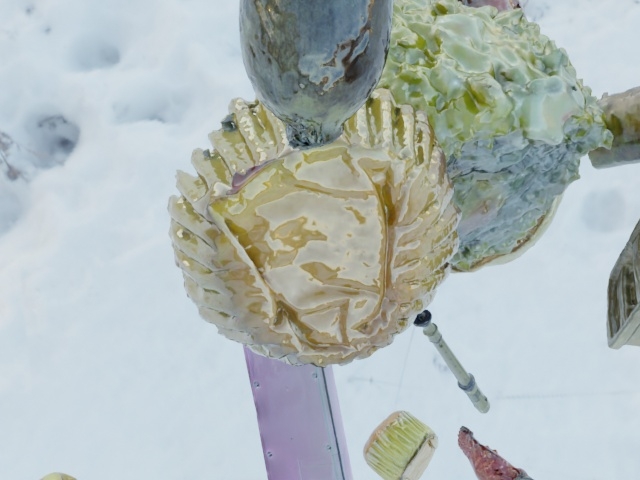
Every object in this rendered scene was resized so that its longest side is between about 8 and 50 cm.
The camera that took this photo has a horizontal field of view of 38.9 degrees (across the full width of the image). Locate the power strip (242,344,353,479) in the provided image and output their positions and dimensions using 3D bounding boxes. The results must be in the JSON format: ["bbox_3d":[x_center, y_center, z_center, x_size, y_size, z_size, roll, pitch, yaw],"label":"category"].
[{"bbox_3d":[-0.033,0.205,1.181,0.109,0.037,0.279,-11,88,20],"label":"power strip"}]

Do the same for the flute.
[{"bbox_3d":[0.170,0.159,1.144,0.027,0.233,0.027,-18,46,19],"label":"flute"}]

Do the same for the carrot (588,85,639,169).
[{"bbox_3d":[0.499,-0.170,1.172,0.301,0.114,0.114,-10,60,27],"label":"carrot"}]

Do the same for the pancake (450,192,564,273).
[{"bbox_3d":[0.298,-0.107,1.728,0.382,0.071,0.382,-28,46,33],"label":"pancake"}]

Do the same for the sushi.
[{"bbox_3d":[0.132,-0.126,1.092,0.396,0.351,0.240,-5,58,-38],"label":"sushi"}]

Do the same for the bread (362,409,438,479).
[{"bbox_3d":[0.151,0.396,1.726,0.114,0.190,0.132,36,79,18],"label":"bread"}]

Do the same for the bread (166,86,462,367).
[{"bbox_3d":[0.000,0.000,0.786,0.274,0.274,0.149,-10,30,-4],"label":"bread"}]

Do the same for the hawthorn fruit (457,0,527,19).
[{"bbox_3d":[0.198,-0.304,1.450,0.275,0.307,0.276,-4,71,12],"label":"hawthorn fruit"}]

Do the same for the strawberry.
[{"bbox_3d":[0.200,0.263,1.015,0.048,0.104,0.152,-53,29,-7],"label":"strawberry"}]

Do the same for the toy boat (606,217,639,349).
[{"bbox_3d":[0.376,0.035,1.003,0.061,0.188,0.116,12,52,3],"label":"toy boat"}]

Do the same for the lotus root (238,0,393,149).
[{"bbox_3d":[0.001,-0.139,0.497,0.080,0.180,0.089,15,16,42],"label":"lotus root"}]

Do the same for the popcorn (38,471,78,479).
[{"bbox_3d":[-0.369,0.553,1.546,0.280,0.316,0.297,-24,34,-31],"label":"popcorn"}]
